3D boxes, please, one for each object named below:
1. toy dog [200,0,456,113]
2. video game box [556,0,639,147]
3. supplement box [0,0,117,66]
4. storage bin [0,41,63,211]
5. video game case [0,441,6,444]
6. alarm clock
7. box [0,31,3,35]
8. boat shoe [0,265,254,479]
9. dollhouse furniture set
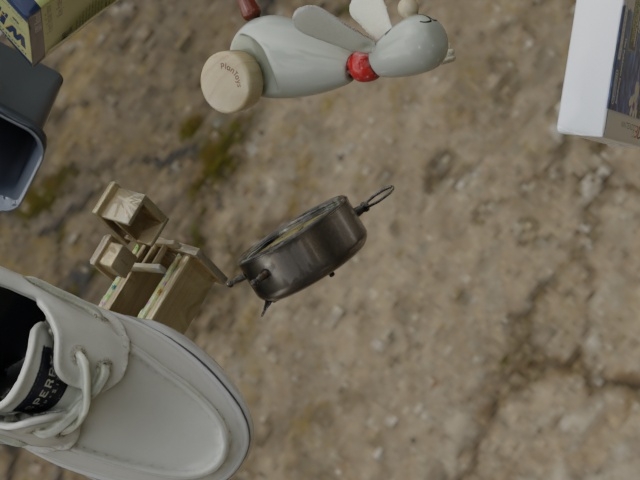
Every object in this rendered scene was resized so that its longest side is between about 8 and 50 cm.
[{"bbox_3d":[0.000,-0.270,1.904,0.333,0.161,0.220,-11,9,15],"label":"toy dog"},{"bbox_3d":[0.262,-0.183,1.277,0.048,0.187,0.205,10,95,22],"label":"video game box"},{"bbox_3d":[-0.137,-0.147,0.773,0.083,0.056,0.083,-41,-3,-14],"label":"supplement box"},{"bbox_3d":[-0.246,-0.103,1.040,0.098,0.135,0.091,-54,13,40],"label":"storage bin"},{"bbox_3d":[-0.322,0.203,1.670,0.011,0.122,0.087,-93,17,-45],"label":"video game case"},{"bbox_3d":[0.000,0.000,1.499,0.192,0.064,0.129,-37,8,-14],"label":"alarm clock"},{"bbox_3d":[-0.360,-0.301,1.506,0.182,0.181,0.119,-31,24,28],"label":"box"},{"bbox_3d":[-0.148,0.063,0.767,0.096,0.267,0.088,-54,18,3],"label":"boat shoe"},{"bbox_3d":[-0.207,0.060,1.417,0.101,0.161,0.182,15,66,39],"label":"dollhouse furniture set"}]
